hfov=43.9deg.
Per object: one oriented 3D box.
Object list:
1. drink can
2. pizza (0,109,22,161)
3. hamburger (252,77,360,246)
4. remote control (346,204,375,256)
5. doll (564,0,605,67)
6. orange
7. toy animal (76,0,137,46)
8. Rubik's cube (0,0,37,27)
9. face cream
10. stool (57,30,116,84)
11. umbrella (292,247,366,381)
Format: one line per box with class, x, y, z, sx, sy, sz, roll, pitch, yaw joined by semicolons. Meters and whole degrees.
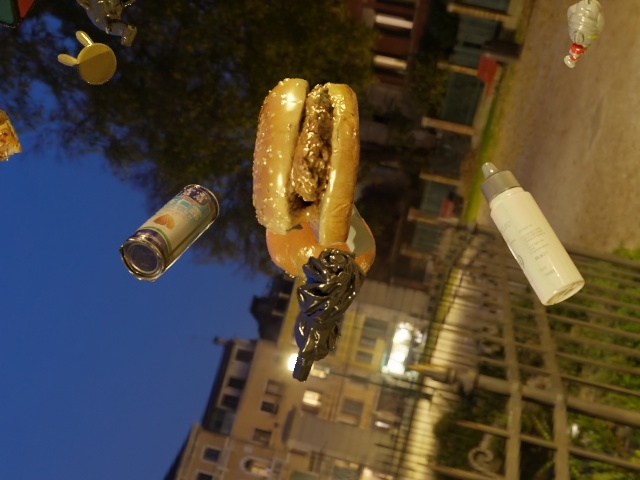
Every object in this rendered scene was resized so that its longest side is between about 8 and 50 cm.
drink can;-0.293;-0.019;1.569;0.235;0.097;0.097;-54;-22;-52
pizza;-0.797;-0.244;1.917;0.271;0.134;0.056;-14;38;48
hamburger;-0.015;-0.084;0.867;0.191;0.118;0.181;-105;15;-74
remote control;0.047;-0.047;1.490;0.184;0.050;0.027;59;176;-28
doll;0.540;-0.432;1.637;0.094;0.079;0.180;-54;-21;-23
orange;0.003;-0.003;2.323;0.274;0.310;0.274;-45;16;16
toy animal;-0.331;-0.449;1.348;0.114;0.146;0.245;23;-103;-54
Rubik's cube;-0.739;-0.638;1.703;0.246;0.250;0.248;-49;-9;17
face cream;0.397;-0.027;1.553;0.092;0.092;0.311;88;159;-66
stool;-0.620;-0.484;2.131;0.135;0.110;0.134;-19;-53;-35
umbrella;-0.007;0.147;1.424;0.340;0.118;0.118;107;-178;-46
